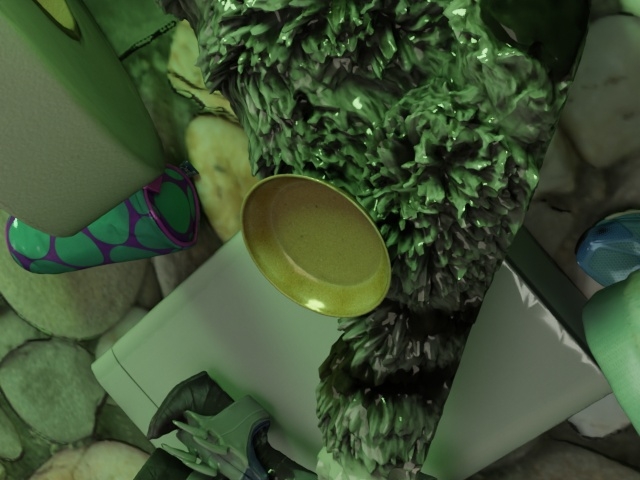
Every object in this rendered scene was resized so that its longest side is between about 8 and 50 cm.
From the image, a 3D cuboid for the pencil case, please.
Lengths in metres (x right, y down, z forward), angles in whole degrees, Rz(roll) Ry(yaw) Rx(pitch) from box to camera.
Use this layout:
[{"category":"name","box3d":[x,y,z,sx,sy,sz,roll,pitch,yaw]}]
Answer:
[{"category":"pencil case","box3d":[-0.160,-0.016,0.948,0.151,0.064,0.070,-12,124,32]}]

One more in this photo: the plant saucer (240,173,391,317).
[{"category":"plant saucer","box3d":[0.000,0.000,0.628,0.083,0.015,0.083,19,133,22]}]

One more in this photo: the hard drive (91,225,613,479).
[{"category":"hard drive","box3d":[0.011,0.088,0.919,0.233,0.047,0.353,49,126,-2]}]

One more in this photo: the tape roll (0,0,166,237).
[{"category":"tape roll","box3d":[-0.223,-0.177,0.719,0.072,0.392,0.392,-34,96,2]}]

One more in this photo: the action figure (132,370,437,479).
[{"category":"action figure","box3d":[0.005,0.208,0.898,0.285,0.099,0.185,25,115,10]}]

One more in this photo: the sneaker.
[{"category":"sneaker","box3d":[0.223,0.038,0.759,0.162,0.073,0.063,29,125,13]}]

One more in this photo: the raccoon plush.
[{"category":"raccoon plush","box3d":[-0.038,-0.060,0.691,0.299,0.216,0.446,18,105,4]}]

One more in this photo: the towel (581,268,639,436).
[{"category":"towel","box3d":[0.364,0.111,0.664,0.320,0.090,0.374,-29,109,27]}]
